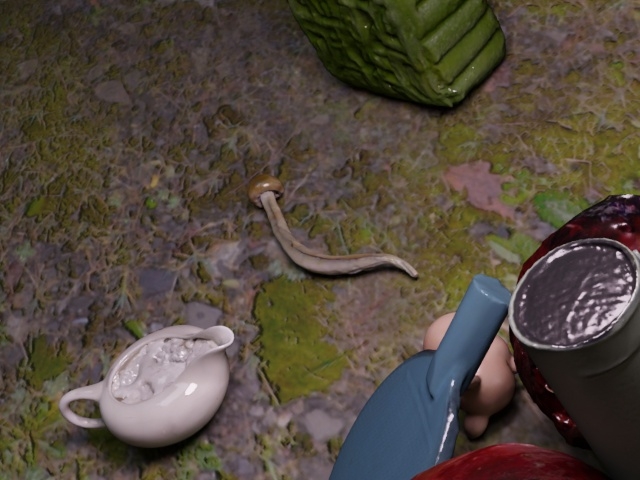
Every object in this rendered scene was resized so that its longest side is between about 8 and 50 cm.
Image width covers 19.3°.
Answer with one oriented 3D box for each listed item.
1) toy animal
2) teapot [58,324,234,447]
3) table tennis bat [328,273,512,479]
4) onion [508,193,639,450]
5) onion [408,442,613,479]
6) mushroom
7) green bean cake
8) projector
[{"bbox_3d":[0.140,0.119,1.782,0.089,0.083,0.150,-44,23,8],"label":"toy animal"},{"bbox_3d":[-0.169,0.157,1.964,0.226,0.092,0.145,-21,35,19],"label":"teapot"},{"bbox_3d":[0.077,0.175,1.661,0.329,0.044,0.215,-61,18,21],"label":"table tennis bat"},{"bbox_3d":[0.297,0.075,1.601,0.281,0.281,0.221,-3,79,36],"label":"onion"},{"bbox_3d":[0.098,0.307,1.407,0.347,0.285,0.347,-39,39,42],"label":"onion"},{"bbox_3d":[-0.002,-0.001,2.065,0.306,0.043,0.068,36,99,51],"label":"mushroom"},{"bbox_3d":[0.078,-0.263,2.143,0.248,0.222,0.125,17,58,44],"label":"green bean cake"},{"bbox_3d":[0.258,0.141,1.440,0.108,0.337,0.108,-21,40,19],"label":"projector"}]
